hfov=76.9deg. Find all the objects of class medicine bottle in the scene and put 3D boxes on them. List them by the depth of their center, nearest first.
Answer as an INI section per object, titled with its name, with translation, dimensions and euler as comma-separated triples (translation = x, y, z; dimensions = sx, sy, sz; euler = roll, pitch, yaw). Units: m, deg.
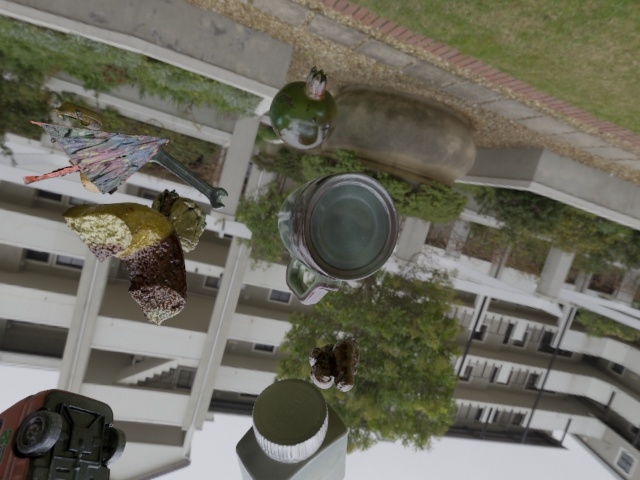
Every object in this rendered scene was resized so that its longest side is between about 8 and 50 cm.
[medicine bottle]
translation = -0.035, 0.271, 0.520
dimensions = 0.132, 0.188, 0.088
euler = -26, -137, -31

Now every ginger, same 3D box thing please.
[ginger]
translation = 0.023, 0.244, 0.809
dimensions = 0.103, 0.073, 0.162
euler = -9, -173, 11

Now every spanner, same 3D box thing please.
[spanner]
translation = -0.379, -0.188, 1.126
dimensions = 0.302, 0.071, 0.017
euler = 34, -177, 9

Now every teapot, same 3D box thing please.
[teapot]
translation = 0.000, 0.000, 0.978
dimensions = 0.234, 0.314, 0.312
euler = 16, 178, -23

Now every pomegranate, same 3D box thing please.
[pomegranate]
translation = -0.032, -0.333, 1.009
dimensions = 0.180, 0.209, 0.179
euler = 14, -133, -15

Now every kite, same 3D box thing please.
[kite]
translation = -0.299, -0.112, 0.543
dimensions = 0.189, 0.009, 0.232
euler = -24, 171, -18

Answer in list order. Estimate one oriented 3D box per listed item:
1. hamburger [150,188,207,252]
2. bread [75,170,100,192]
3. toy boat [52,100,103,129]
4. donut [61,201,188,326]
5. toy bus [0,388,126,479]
[hamburger]
translation = -0.467, -0.052, 1.268
dimensions = 0.130, 0.182, 0.206
euler = 6, 163, 21
[bread]
translation = -0.694, -0.223, 1.255
dimensions = 0.073, 0.149, 0.122
euler = 2, -177, 2
[toy boat]
translation = -0.622, -0.323, 1.045
dimensions = 0.047, 0.048, 0.149
euler = 18, -174, 9
[donut]
translation = -0.348, 0.021, 0.826
dimensions = 0.113, 0.294, 0.151
euler = -11, -148, 22
[toy bus]
translation = -0.517, 0.508, 0.712
dimensions = 0.203, 0.233, 0.426
euler = 58, -167, -50
